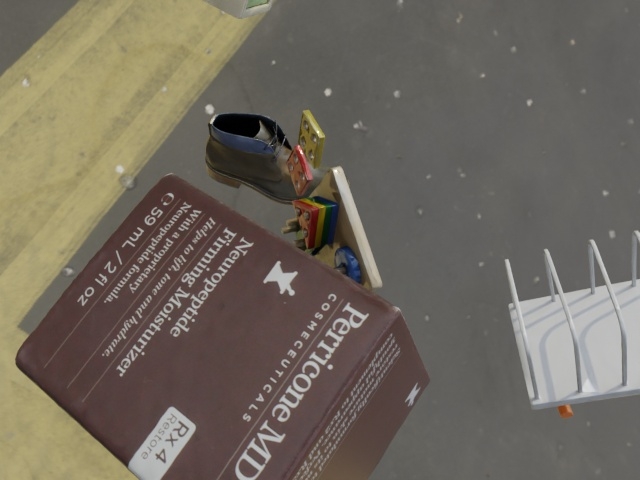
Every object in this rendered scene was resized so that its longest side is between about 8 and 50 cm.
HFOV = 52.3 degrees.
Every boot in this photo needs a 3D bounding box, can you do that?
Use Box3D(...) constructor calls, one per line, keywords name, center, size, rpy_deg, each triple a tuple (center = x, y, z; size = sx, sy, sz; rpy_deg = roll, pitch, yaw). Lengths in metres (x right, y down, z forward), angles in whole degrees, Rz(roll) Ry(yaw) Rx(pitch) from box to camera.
Box3D(name="boot", center=(-0.063, -0.116, 0.930), size=(0.219, 0.106, 0.082), rpy_deg=(10, 58, 4))

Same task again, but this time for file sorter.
Box3D(name="file sorter", center=(0.430, 0.108, 0.979), size=(0.173, 0.277, 0.193), rpy_deg=(62, 21, -43))

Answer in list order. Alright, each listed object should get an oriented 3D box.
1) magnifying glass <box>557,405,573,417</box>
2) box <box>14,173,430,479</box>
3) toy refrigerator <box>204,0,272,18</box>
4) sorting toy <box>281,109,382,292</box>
Box3D(name="magnifying glass", center=(0.418, 0.217, 1.212), size=(0.092, 0.026, 0.231), rpy_deg=(45, 29, -45))
Box3D(name="box", center=(-0.058, 0.092, 0.465), size=(0.169, 0.203, 0.167), rpy_deg=(-54, 153, -13))
Box3D(name="toy refrigerator", center=(-0.082, -0.453, 0.895), size=(0.094, 0.270, 0.102), rpy_deg=(30, 32, 8))
Box3D(name="sorting toy", center=(0.000, 0.000, 0.706), size=(0.046, 0.132, 0.275), rpy_deg=(-13, 77, -21))
